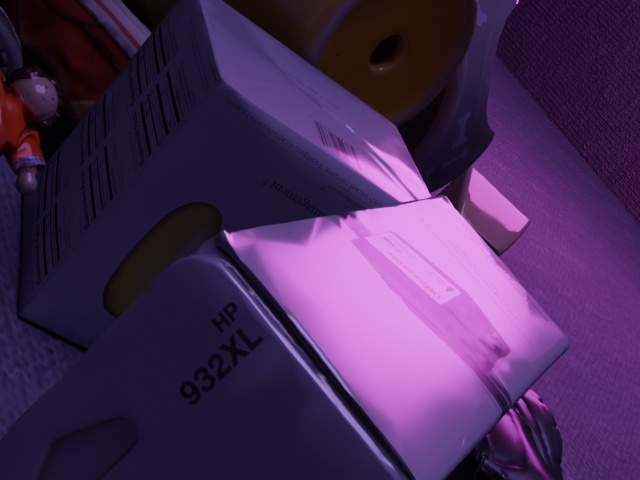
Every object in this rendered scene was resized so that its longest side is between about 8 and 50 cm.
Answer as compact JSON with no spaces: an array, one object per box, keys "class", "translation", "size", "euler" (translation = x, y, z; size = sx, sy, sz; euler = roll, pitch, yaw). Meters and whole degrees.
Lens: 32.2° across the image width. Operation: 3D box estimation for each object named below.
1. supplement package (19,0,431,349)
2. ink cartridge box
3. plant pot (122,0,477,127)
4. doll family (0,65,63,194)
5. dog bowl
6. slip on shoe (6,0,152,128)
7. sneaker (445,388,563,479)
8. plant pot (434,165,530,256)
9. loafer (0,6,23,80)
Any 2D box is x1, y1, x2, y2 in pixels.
[{"class":"supplement package","translation":[-0.065,-0.019,0.746],"size":[0.194,0.203,0.149],"euler":[32,23,-30]},{"class":"ink cartridge box","translation":[-0.018,0.101,0.559],"size":[0.129,0.223,0.307],"euler":[50,20,11]},{"class":"plant pot","translation":[-0.010,-0.211,0.886],"size":[0.254,0.254,0.239],"euler":[16,28,-54]},{"class":"doll family","translation":[-0.268,-0.129,0.663],"size":[0.263,0.118,0.163],"euler":[59,34,-15]},{"class":"dog bowl","translation":[0.023,-0.198,1.116],"size":[0.349,0.349,0.102],"euler":[48,31,11]},{"class":"slip on shoe","translation":[-0.219,-0.177,0.924],"size":[0.331,0.101,0.123],"euler":[44,-1,42]},{"class":"sneaker","translation":[0.160,0.223,0.886],"size":[0.130,0.109,0.286],"euler":[16,25,-36]},{"class":"plant pot","translation":[0.181,-0.007,1.385],"size":[0.109,0.109,0.096],"euler":[42,32,-6]},{"class":"loafer","translation":[-0.307,-0.196,0.790],"size":[0.251,0.094,0.087],"euler":[42,23,-6]}]
